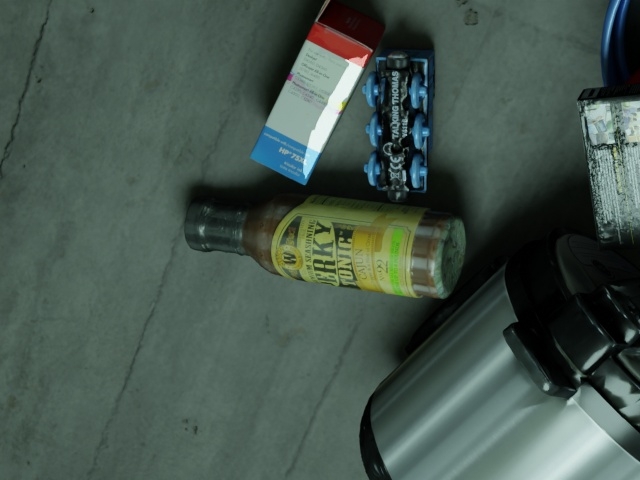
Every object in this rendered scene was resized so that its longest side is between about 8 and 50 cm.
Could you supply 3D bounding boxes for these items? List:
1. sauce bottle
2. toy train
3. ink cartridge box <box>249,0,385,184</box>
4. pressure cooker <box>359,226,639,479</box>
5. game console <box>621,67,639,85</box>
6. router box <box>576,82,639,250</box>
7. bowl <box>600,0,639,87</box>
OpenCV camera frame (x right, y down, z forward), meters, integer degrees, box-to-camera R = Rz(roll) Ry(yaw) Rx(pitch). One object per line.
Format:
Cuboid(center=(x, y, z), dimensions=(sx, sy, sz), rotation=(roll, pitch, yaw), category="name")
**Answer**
Cuboid(center=(0.000, 0.000, 1.799), dimensions=(0.345, 0.111, 0.111), rotation=(6, 112, 23), category="sauce bottle")
Cuboid(center=(0.098, -0.141, 1.760), dimensions=(0.080, 0.105, 0.184), rotation=(4, 111, 16), category="toy train")
Cuboid(center=(0.007, -0.196, 1.736), dimensions=(0.078, 0.134, 0.231), rotation=(27, 112, -2), category="ink cartridge box")
Cuboid(center=(0.303, 0.193, 1.717), dimensions=(0.375, 0.370, 0.420), rotation=(39, 114, -11), category="pressure cooker")
Cuboid(center=(0.519, -0.088, 1.583), dimensions=(0.386, 0.060, 0.342), rotation=(42, 121, 0), category="game console")
Cuboid(center=(0.357, -0.080, 1.591), dimensions=(0.133, 0.046, 0.178), rotation=(-3, 112, 23), category="router box")
Cuboid(center=(0.508, -0.228, 1.647), dimensions=(0.391, 0.077, 0.391), rotation=(2, 123, 3), category="bowl")
